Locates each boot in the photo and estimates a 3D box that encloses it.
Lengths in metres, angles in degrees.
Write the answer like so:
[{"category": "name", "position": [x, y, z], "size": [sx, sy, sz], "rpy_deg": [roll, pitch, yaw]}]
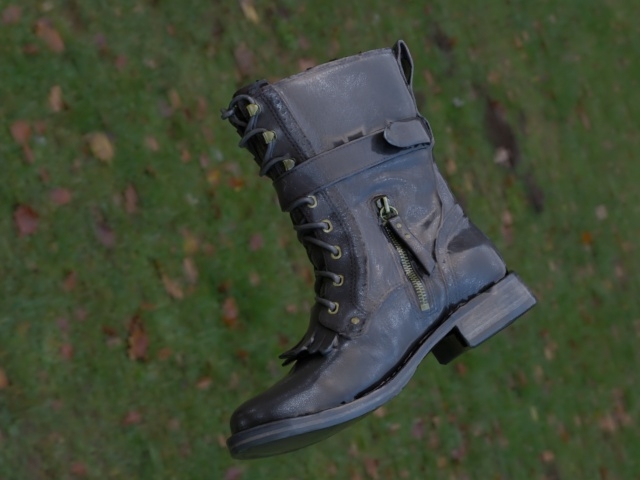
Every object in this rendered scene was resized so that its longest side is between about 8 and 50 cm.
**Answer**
[{"category": "boot", "position": [0.000, 0.000, 0.925], "size": [0.263, 0.091, 0.229], "rpy_deg": [-29, 83, -28]}]
